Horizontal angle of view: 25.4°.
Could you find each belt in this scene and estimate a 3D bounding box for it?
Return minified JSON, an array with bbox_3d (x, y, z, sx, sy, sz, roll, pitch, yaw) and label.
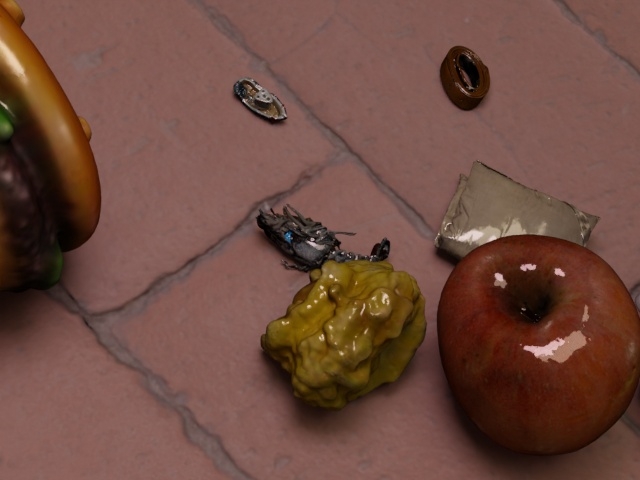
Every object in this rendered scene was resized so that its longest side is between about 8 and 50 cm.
[{"bbox_3d":[0.193,-0.216,1.889,0.059,0.036,0.083,-10,67,-22],"label":"belt"}]

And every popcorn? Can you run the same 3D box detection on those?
[{"bbox_3d":[0.029,0.096,1.628,0.197,0.197,0.155,-34,72,-23],"label":"popcorn"}]

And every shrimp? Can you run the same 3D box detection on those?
[{"bbox_3d":[0.000,0.004,1.721,0.174,0.082,0.076,17,58,-10],"label":"shrimp"}]

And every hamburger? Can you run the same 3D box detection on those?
[{"bbox_3d":[-0.408,-0.104,1.528,0.277,0.396,0.396,-37,76,-24],"label":"hamburger"}]

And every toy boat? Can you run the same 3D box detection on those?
[{"bbox_3d":[-0.074,-0.180,1.820,0.083,0.038,0.038,37,63,9],"label":"toy boat"}]

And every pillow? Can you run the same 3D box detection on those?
[{"bbox_3d":[0.238,-0.010,1.773,0.181,0.078,0.134,28,64,4],"label":"pillow"}]

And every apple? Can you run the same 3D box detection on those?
[{"bbox_3d":[0.249,0.122,1.633,0.253,0.253,0.254,4,64,-9],"label":"apple"}]

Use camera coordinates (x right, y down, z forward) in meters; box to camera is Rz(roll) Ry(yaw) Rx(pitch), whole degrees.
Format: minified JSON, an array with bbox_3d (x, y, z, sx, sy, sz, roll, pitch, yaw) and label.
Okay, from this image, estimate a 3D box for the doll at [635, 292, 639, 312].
[{"bbox_3d":[0.462,0.162,1.705,0.161,0.130,0.290,-4,71,-15],"label":"doll"}]
